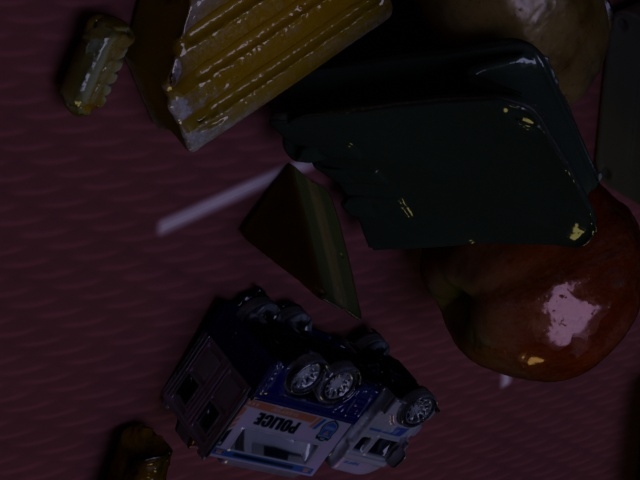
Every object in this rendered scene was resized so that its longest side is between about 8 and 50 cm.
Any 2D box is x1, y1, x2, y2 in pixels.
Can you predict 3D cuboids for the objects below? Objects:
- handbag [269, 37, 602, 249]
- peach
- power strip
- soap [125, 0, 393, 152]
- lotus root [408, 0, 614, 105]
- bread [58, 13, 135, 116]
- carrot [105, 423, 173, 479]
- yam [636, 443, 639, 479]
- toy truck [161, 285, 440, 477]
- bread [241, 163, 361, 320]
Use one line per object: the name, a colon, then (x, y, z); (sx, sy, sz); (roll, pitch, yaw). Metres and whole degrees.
handbag: (0.111, -0.078, 1.341); (0.247, 0.260, 0.079); (52, 43, -50)
peach: (0.242, 0.026, 1.535); (0.256, 0.232, 0.232); (-21, 131, -18)
power strip: (0.406, -0.112, 1.556); (0.141, 0.261, 0.229); (-24, 131, -29)
soap: (-0.054, -0.195, 1.233); (0.232, 0.073, 0.140); (-36, 134, -17)
lotus root: (0.155, -0.243, 1.307); (0.183, 0.183, 0.310); (-45, 133, -8)
bread: (-0.185, -0.143, 1.183); (0.049, 0.033, 0.088); (-5, 126, -56)
carrot: (-0.197, 0.305, 1.456); (0.070, 0.070, 0.260); (-5, 120, -40)
yam: (0.527, 0.302, 2.024); (0.168, 0.168, 0.304); (-24, 131, -28)
toy truck: (-0.015, 0.163, 1.481); (0.268, 0.124, 0.155); (22, 109, -45)
bread: (0.003, 0.003, 1.369); (0.084, 0.139, 0.074); (-53, 137, 2)
